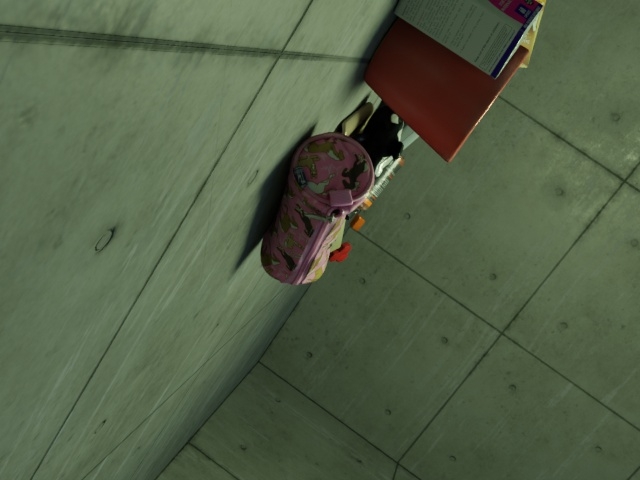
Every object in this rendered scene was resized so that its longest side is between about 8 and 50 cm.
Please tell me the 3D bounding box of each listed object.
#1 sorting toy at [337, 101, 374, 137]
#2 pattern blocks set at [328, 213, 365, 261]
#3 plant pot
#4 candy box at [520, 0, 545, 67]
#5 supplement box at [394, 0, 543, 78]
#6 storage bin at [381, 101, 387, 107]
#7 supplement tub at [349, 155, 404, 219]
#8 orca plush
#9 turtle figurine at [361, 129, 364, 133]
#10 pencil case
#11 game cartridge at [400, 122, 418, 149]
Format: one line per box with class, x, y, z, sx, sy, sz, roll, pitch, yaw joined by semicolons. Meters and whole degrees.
sorting toy;0.043;-0.211;1.712;0.193;0.038;0.208;-48;168;-55
pattern blocks set;0.000;0.000;2.113;0.285;0.026;0.325;-22;153;-26
plant pot;0.239;-0.333;1.483;0.275;0.243;0.275;-54;176;-5
candy box;0.522;-0.646;1.986;0.183;0.087;0.317;10;95;-46
supplement box;0.261;-0.409;1.312;0.111;0.220;0.114;-52;173;-38
storage bin;0.228;-0.394;1.948;0.135;0.098;0.091;-54;165;-9
supplement tub;0.104;-0.146;1.777;0.198;0.106;0.106;-52;176;2
orca plush;0.081;-0.197;1.669;0.287;0.102;0.151;-51;-142;4
turtle figurine;0.084;-0.170;1.896;0.175;0.118;0.234;-38;-154;50
pencil case;-0.017;-0.048;1.476;0.167;0.160;0.386;-43;171;-29
game cartridge;0.227;-0.315;2.092;0.198;0.062;0.297;-36;-166;18
